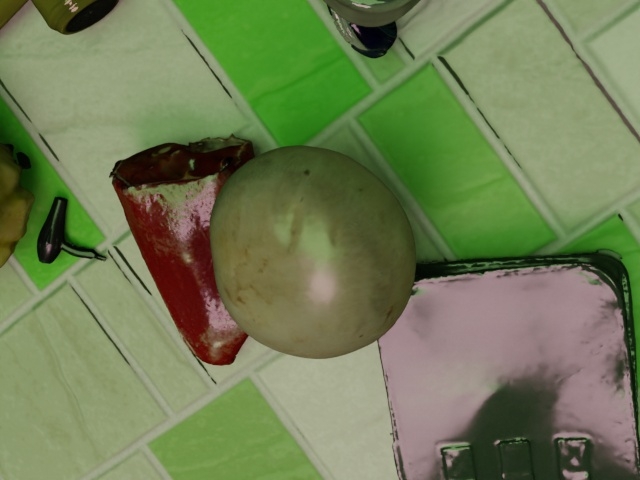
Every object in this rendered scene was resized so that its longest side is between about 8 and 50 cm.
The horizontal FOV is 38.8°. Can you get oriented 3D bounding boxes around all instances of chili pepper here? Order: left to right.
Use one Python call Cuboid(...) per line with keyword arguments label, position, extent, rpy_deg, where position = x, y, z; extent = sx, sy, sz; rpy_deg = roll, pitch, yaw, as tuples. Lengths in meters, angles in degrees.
Cuboid(label="chili pepper", position=(-0.115, 0.016, 0.973), extent=(0.144, 0.136, 0.252), rpy_deg=(-25, 111, -24))

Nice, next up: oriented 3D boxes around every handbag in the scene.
Cuboid(label="handbag", position=(0.192, 0.144, 0.918), extent=(0.248, 0.079, 0.260), rpy_deg=(-5, 102, 18))

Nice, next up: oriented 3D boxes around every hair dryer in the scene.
Cuboid(label="hair dryer", position=(-0.346, -0.244, 0.987), extent=(0.279, 0.090, 0.135), rpy_deg=(-33, 95, 27))
Cuboid(label="hair dryer", position=(-0.284, -0.003, 1.055), extent=(0.083, 0.031, 0.079), rpy_deg=(18, 99, -3))

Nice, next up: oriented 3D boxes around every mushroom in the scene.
Cuboid(label="mushroom", position=(0.002, 0.015, 0.861), extent=(0.206, 0.209, 0.206), rpy_deg=(-3, 84, 36))

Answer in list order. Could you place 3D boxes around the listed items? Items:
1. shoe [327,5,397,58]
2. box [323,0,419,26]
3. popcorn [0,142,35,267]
Cuboid(label="shoe", position=(0.061, -0.274, 0.844), extent=(0.106, 0.091, 0.207), rpy_deg=(8, 102, 20))
Cuboid(label="box", position=(0.045, -0.422, 0.757), extent=(0.367, 0.090, 0.373), rpy_deg=(44, 91, 1))
Cuboid(label="popcorn", position=(-0.449, -0.069, 0.981), extent=(0.286, 0.215, 0.252), rpy_deg=(46, 155, -25))
